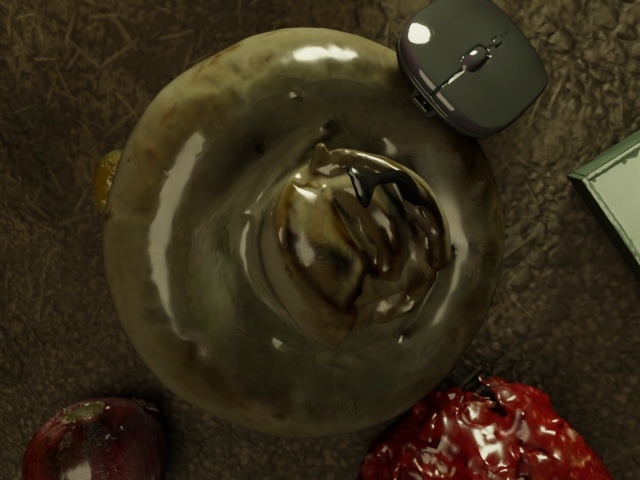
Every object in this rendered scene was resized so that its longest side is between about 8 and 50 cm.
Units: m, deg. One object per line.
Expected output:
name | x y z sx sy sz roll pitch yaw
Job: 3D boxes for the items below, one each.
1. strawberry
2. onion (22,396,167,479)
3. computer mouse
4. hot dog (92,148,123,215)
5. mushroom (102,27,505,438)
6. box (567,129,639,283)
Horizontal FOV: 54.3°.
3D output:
strawberry | 0.157 0.272 0.588 0.274 0.220 0.274 1 116 3
onion | -0.255 0.283 0.727 0.160 0.159 0.194 -4 100 12
computer mouse | 0.143 -0.163 0.547 0.120 0.232 0.057 49 130 0
hot dog | -0.159 -0.025 0.704 0.243 0.073 0.084 28 98 6
mushroom | 0.000 0.000 0.539 0.363 0.295 0.362 -2 95 -18
box | 0.361 -0.005 0.595 0.130 0.086 0.225 -34 90 15
